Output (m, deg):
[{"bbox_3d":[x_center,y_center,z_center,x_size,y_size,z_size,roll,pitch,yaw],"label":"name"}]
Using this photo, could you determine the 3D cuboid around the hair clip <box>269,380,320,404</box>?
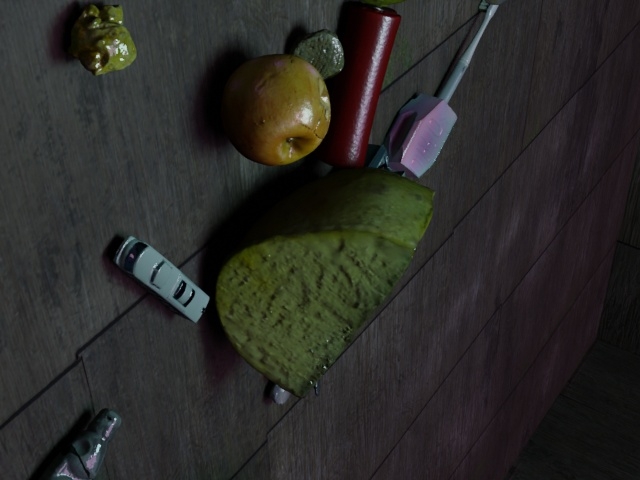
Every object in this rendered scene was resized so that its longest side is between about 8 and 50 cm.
[{"bbox_3d":[-0.005,0.162,1.731,0.257,0.075,0.146,-68,157,-12],"label":"hair clip"}]

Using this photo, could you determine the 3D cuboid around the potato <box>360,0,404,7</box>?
[{"bbox_3d":[0.096,-0.402,1.370,0.253,0.148,0.186,-22,128,-54],"label":"potato"}]

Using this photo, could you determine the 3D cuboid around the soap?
[{"bbox_3d":[0.164,-0.175,1.770,0.100,0.056,0.149,39,77,-50],"label":"soap"}]

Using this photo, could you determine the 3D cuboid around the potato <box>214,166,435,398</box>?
[{"bbox_3d":[0.000,0.000,1.490,0.330,0.213,0.280,-54,-173,34],"label":"potato"}]

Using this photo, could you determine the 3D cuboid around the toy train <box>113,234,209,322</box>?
[{"bbox_3d":[-0.198,0.050,1.297,0.043,0.047,0.207,-62,155,-13],"label":"toy train"}]

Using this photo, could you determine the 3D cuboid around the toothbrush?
[{"bbox_3d":[0.241,-0.301,1.857,0.342,0.030,0.025,-63,153,-8],"label":"toothbrush"}]

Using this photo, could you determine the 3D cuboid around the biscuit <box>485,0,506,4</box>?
[{"bbox_3d":[0.333,-0.576,1.772,0.290,0.062,0.237,-61,153,-12],"label":"biscuit"}]

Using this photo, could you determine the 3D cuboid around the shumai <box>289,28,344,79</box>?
[{"bbox_3d":[-0.003,-0.261,1.414,0.080,0.082,0.083,-94,-160,-53],"label":"shumai"}]

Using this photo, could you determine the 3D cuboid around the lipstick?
[{"bbox_3d":[0.053,-0.225,1.512,0.080,0.080,0.241,-17,124,-58],"label":"lipstick"}]

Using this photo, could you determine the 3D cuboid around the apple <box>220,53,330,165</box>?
[{"bbox_3d":[-0.056,-0.158,1.289,0.146,0.146,0.146,-43,145,-40],"label":"apple"}]

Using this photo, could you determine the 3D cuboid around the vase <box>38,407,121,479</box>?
[{"bbox_3d":[-0.312,0.298,1.264,0.211,0.060,0.060,-56,152,-20],"label":"vase"}]

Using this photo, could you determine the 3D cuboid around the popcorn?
[{"bbox_3d":[-0.218,-0.202,1.046,0.059,0.068,0.083,-48,-157,45],"label":"popcorn"}]

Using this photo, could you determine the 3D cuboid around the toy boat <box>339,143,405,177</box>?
[{"bbox_3d":[0.087,-0.055,1.691,0.093,0.103,0.246,-57,155,-27],"label":"toy boat"}]
